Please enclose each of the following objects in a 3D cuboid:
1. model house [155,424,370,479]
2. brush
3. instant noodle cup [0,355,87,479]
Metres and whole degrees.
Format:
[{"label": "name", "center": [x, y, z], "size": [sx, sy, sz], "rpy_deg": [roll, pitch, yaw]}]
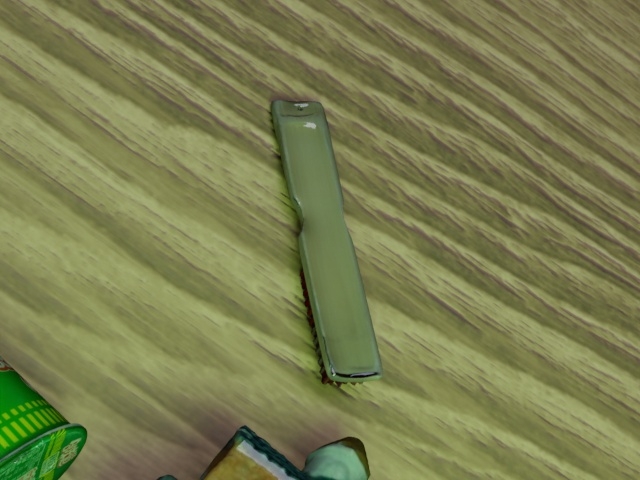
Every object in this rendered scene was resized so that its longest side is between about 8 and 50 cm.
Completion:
[{"label": "model house", "center": [-0.037, 0.278, 1.310], "size": [0.253, 0.184, 0.291], "rpy_deg": [40, 44, 5]}, {"label": "brush", "center": [0.000, 0.000, 1.511], "size": [0.060, 0.050, 0.321], "rpy_deg": [0, 60, -21]}, {"label": "instant noodle cup", "center": [-0.339, 0.132, 1.220], "size": [0.207, 0.207, 0.232], "rpy_deg": [-35, 78, -32]}]
